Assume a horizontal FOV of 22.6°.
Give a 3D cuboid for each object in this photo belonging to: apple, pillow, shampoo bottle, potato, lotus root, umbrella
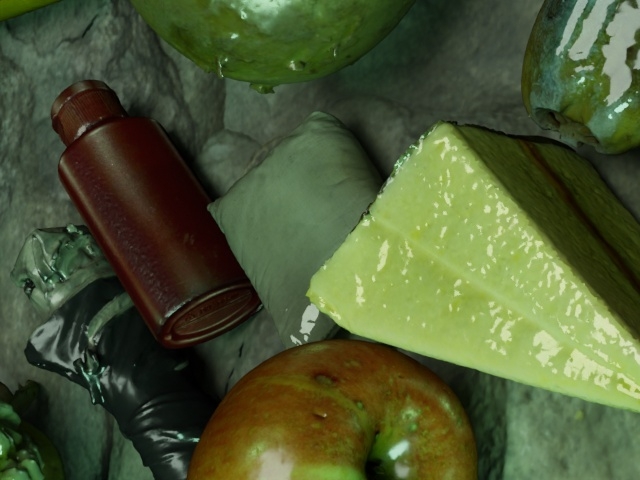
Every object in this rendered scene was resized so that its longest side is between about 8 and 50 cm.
[{"bbox_3d":[0.003,0.166,1.077,0.196,0.196,0.196,-10,75,40],"label":"apple"},{"bbox_3d":[0.000,0.000,1.188,0.134,0.077,0.181,-48,51,20],"label":"pillow"},{"bbox_3d":[-0.143,-0.030,1.311,0.260,0.102,0.064,54,160,35],"label":"shampoo bottle"},{"bbox_3d":[-0.003,-0.292,1.161,0.270,0.219,0.359,46,104,27],"label":"potato"},{"bbox_3d":[0.203,-0.148,1.031,0.113,0.088,0.192,31,102,24],"label":"lotus root"},{"bbox_3d":[-0.138,0.131,1.259,0.106,0.113,0.358,-53,55,23],"label":"umbrella"}]

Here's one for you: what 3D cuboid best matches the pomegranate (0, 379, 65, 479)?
[{"bbox_3d":[-0.321,0.213,1.298,0.260,0.341,0.261,6,118,11],"label":"pomegranate"}]

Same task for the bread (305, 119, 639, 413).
[{"bbox_3d":[0.137,0.068,0.991,0.163,0.167,0.264,-52,54,23],"label":"bread"}]

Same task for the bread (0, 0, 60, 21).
[{"bbox_3d":[-0.259,-0.296,1.451,0.383,0.112,0.166,-8,75,40],"label":"bread"}]
